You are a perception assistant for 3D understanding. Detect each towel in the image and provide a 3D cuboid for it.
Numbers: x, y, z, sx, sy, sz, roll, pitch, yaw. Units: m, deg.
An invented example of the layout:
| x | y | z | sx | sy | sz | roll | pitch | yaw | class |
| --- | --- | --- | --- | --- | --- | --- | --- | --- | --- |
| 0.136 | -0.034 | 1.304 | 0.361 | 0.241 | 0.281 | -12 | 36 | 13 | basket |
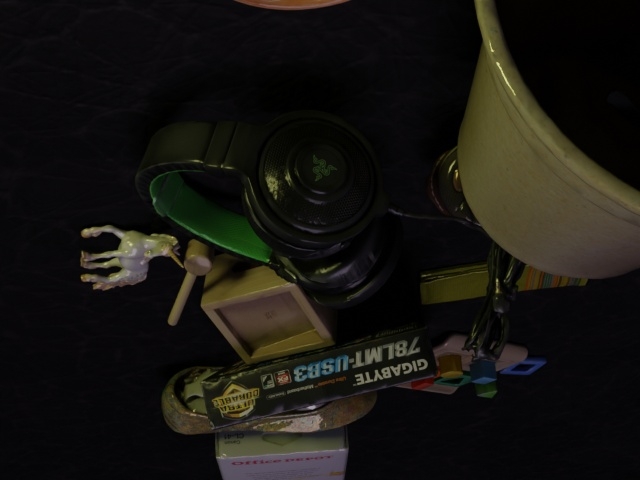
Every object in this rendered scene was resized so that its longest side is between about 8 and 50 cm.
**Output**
| x | y | z | sx | sy | sz | roll | pitch | yaw | class |
| --- | --- | --- | --- | --- | --- | --- | --- | --- | --- |
| 0.256 | 0.055 | 1.339 | 0.237 | 0.021 | 0.102 | -8 | 151 | 4 | towel |

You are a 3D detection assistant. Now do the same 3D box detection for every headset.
| x | y | z | sx | sy | sz | roll | pitch | yaw | class |
| --- | --- | --- | --- | --- | --- | --- | --- | --- | --- |
| 0.000 | 0.000 | 0.941 | 0.394 | 0.185 | 0.243 | 9 | 158 | 18 | headset |

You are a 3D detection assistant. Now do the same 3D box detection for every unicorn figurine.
| x | y | z | sx | sy | sz | roll | pitch | yaw | class |
| --- | --- | --- | --- | --- | --- | --- | --- | --- | --- |
| -0.226 | 0.018 | 1.140 | 0.111 | 0.060 | 0.162 | 1 | 167 | -14 | unicorn figurine |

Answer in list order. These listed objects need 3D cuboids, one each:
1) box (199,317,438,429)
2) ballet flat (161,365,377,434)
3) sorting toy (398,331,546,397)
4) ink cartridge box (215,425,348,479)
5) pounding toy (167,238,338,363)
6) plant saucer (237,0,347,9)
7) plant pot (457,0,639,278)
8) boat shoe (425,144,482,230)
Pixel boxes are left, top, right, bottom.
| x | y | z | sx | sy | sz | roll | pitch | yaw | class |
| --- | --- | --- | --- | --- | --- | --- | --- | --- | --- |
| 0.009 | 0.173 | 1.322 | 0.293 | 0.073 | 0.295 | -15 | 177 | 4 | box |
| -0.080 | 0.242 | 1.532 | 0.348 | 0.123 | 0.123 | -4 | 152 | -3 | ballet flat |
| 0.220 | 0.219 | 1.612 | 0.347 | 0.047 | 0.196 | 13 | 146 | -32 | sorting toy |
| -0.068 | 0.369 | 1.744 | 0.226 | 0.131 | 0.306 | -4 | 151 | -4 | ink cartridge box |
| -0.100 | 0.052 | 1.193 | 0.181 | 0.094 | 0.206 | -15 | 133 | 19 | pounding toy |
| -0.014 | -0.246 | 0.697 | 0.199 | 0.037 | 0.200 | -6 | 152 | -3 | plant saucer |
| 0.249 | -0.112 | 0.753 | 0.333 | 0.334 | 0.305 | -3 | 163 | -6 | plant pot |
| 0.265 | -0.062 | 1.042 | 0.323 | 0.123 | 0.120 | 5 | -179 | -15 | boat shoe |
